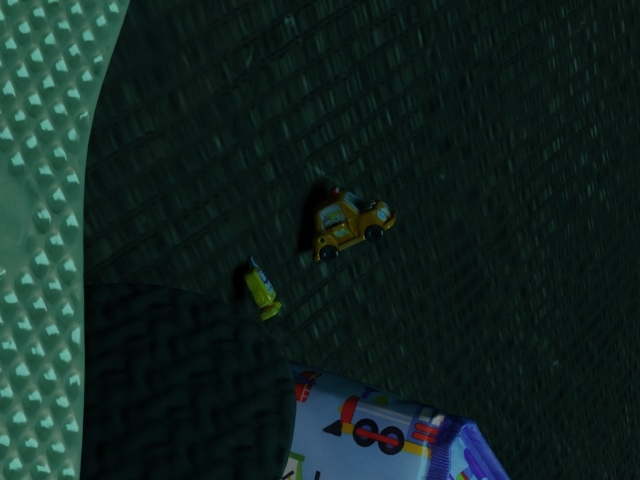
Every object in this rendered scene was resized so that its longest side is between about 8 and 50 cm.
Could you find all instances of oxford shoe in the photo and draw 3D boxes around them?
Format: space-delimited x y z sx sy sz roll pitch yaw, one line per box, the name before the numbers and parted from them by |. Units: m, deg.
oxford shoe | -0.159 -0.065 0.679 0.169 0.130 0.449 22 69 -58

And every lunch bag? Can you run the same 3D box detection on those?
lunch bag | 0.008 0.155 1.003 0.293 0.221 0.138 35 73 -63

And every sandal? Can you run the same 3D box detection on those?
sandal | -0.180 0.179 0.764 0.446 0.167 0.107 -46 168 -32

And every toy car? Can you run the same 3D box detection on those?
toy car | 0.000 0.000 1.096 0.040 0.060 0.122 63 31 -10
